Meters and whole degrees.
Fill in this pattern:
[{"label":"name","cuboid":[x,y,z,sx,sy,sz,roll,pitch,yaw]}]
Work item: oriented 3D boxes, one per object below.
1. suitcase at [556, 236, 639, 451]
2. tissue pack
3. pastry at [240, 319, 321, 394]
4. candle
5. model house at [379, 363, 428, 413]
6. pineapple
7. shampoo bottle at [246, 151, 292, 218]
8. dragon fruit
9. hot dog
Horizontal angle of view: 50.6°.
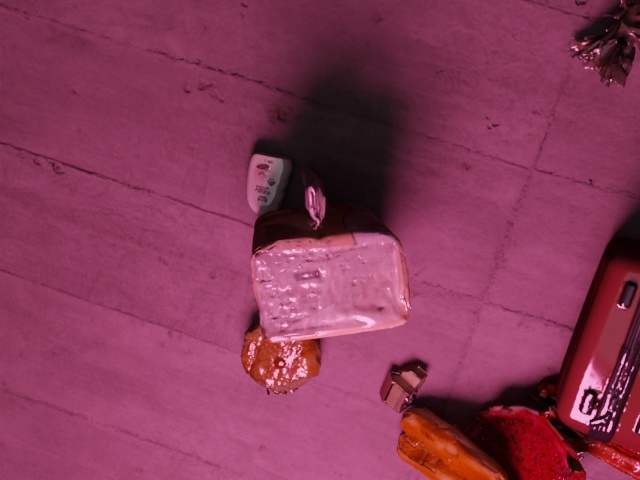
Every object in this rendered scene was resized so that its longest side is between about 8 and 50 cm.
[{"label":"suitcase","cuboid":[0.483,0.152,1.048,0.161,0.236,0.297,18,105,18]},{"label":"tissue pack","cuboid":[0.000,0.000,1.044,0.238,0.305,0.239,-1,101,-4]},{"label":"pastry","cuboid":[-0.071,0.206,1.240,0.153,0.081,0.153,1,94,16]},{"label":"candle","cuboid":[0.494,0.346,1.176,0.301,0.059,0.084,31,122,3]},{"label":"model house","cuboid":[0.148,0.262,1.229,0.058,0.057,0.083,37,128,27]},{"label":"pineapple","cuboid":[0.517,-0.387,0.974,0.175,0.175,0.361,39,119,0]},{"label":"shampoo bottle","cuboid":[-0.098,-0.077,1.201,0.077,0.045,0.152,13,106,6]},{"label":"dragon fruit","cuboid":[0.349,0.366,1.170,0.126,0.161,0.274,17,138,-36]},{"label":"hot dog","cuboid":[0.227,0.375,1.153,0.269,0.072,0.109,25,111,47]}]
